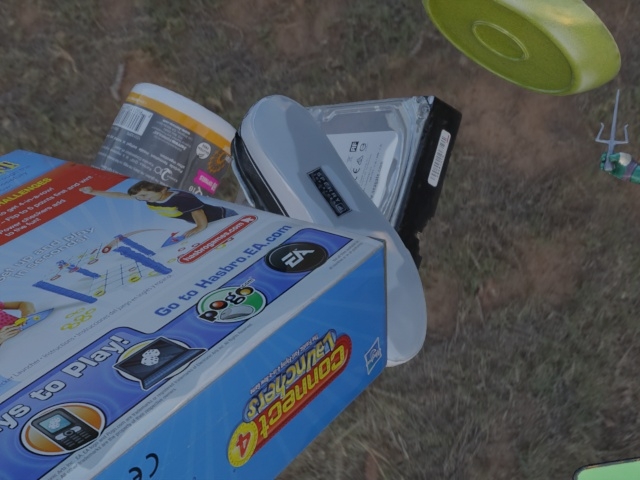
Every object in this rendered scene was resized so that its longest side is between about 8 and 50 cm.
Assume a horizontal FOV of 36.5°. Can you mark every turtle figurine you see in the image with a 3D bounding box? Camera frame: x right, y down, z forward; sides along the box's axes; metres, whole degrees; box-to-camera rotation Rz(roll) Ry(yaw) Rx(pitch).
[{"bbox_3d":[0.402,-0.076,1.063,0.118,0.175,0.234,-2,77,-17],"label":"turtle figurine"}]

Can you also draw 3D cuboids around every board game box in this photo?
[{"bbox_3d":[-0.170,0.066,0.515,0.302,0.086,0.308,15,33,32],"label":"board game box"}]

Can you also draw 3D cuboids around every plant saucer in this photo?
[{"bbox_3d":[0.195,-0.219,1.011,0.241,0.241,0.037,31,84,16],"label":"plant saucer"}]

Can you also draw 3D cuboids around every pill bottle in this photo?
[{"bbox_3d":[-0.234,-0.053,1.277,0.162,0.162,0.278,26,86,14],"label":"pill bottle"}]

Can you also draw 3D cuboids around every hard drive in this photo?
[{"bbox_3d":[0.010,-0.058,1.231,0.339,0.064,0.237,5,74,52],"label":"hard drive"}]

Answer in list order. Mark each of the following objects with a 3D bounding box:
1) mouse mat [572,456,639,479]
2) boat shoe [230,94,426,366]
[{"bbox_3d":[0.311,0.267,0.826,0.152,0.007,0.189,-14,98,20],"label":"mouse mat"},{"bbox_3d":[-0.003,0.001,1.013,0.113,0.105,0.306,-30,83,-36],"label":"boat shoe"}]
